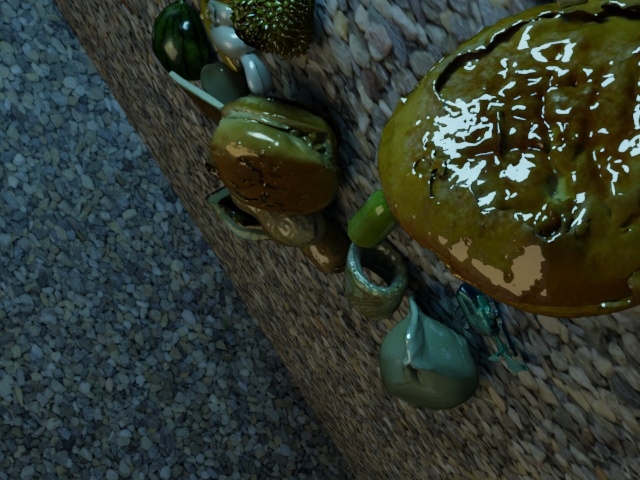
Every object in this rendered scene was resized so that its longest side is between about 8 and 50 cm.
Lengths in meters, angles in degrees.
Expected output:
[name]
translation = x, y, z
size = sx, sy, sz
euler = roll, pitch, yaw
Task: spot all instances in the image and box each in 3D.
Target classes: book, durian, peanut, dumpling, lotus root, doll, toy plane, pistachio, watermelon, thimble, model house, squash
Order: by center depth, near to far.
[durian]
translation = -0.099, -0.416, 1.162
size = 0.193, 0.138, 0.237
euler = 46, 160, 27
[toy plane]
translation = 0.334, 0.163, 1.233
size = 0.096, 0.060, 0.235
euler = -20, 100, 57
[squash]
translation = 0.128, -0.055, 1.311
size = 0.095, 0.095, 0.188
euler = 53, 156, 5
[doll]
translation = -0.186, -0.463, 1.337
size = 0.252, 0.111, 0.237
euler = 44, 146, 40
[dumpling]
translation = 0.230, 0.273, 1.427
size = 0.270, 0.212, 0.320
euler = 51, 150, 19
[thimble]
translation = 0.123, 0.084, 1.472
size = 0.190, 0.138, 0.143
euler = 58, 164, 26
[pistachio]
translation = -0.240, -0.389, 1.586
size = 0.149, 0.113, 0.113
euler = 59, 161, -12
[peanut]
translation = -0.117, -0.087, 1.593
size = 0.313, 0.149, 0.149
euler = 40, 157, 24
[book]
translation = -0.218, -0.279, 1.633
size = 0.269, 0.032, 0.389
euler = 38, 175, 39
[lotus root]
translation = 0.000, 0.000, 1.664
size = 0.221, 0.118, 0.125
euler = 49, 146, 22
[watermelon]
translation = -0.388, -0.534, 1.674
size = 0.204, 0.127, 0.232
euler = 47, 154, 33
[model house]
translation = -0.150, -0.079, 1.801
size = 0.268, 0.173, 0.239
euler = 48, -165, 15

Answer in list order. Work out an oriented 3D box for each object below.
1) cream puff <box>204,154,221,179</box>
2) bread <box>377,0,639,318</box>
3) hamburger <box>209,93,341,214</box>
[cream puff]
translation = -0.312, -0.241, 2.010
size = 0.119, 0.104, 0.133
euler = 29, -169, -42
[bread]
translation = 0.255, -0.084, 0.645
size = 0.358, 0.336, 0.204
euler = 41, -179, 39
[hamburger]
translation = -0.094, -0.183, 1.383
size = 0.285, 0.174, 0.304
euler = 10, 158, 10
